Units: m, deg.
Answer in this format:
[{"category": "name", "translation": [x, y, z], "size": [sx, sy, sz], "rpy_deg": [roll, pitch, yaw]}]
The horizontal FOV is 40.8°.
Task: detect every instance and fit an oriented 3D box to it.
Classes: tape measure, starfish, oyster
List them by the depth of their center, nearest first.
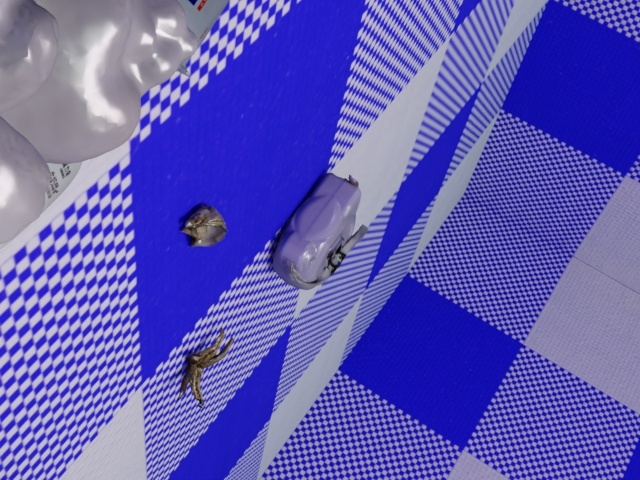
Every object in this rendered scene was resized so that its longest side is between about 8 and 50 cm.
[{"category": "oyster", "translation": [-0.154, -0.017, 1.081], "size": [0.080, 0.038, 0.083], "rpy_deg": [-9, 163, -42]}, {"category": "starfish", "translation": [-0.197, 0.213, 1.375], "size": [0.133, 0.041, 0.130], "rpy_deg": [-33, 143, -50]}, {"category": "tape measure", "translation": [0.001, -0.001, 1.506], "size": [0.196, 0.105, 0.178], "rpy_deg": [-56, 168, -17]}]

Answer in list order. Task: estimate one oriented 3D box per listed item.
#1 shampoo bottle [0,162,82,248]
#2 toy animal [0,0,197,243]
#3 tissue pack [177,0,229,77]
[{"category": "shampoo bottle", "translation": [-0.215, -0.065, 0.669], "size": [0.152, 0.045, 0.077], "rpy_deg": [-53, 166, -28]}, {"category": "toy animal", "translation": [-0.172, -0.127, 0.415], "size": [0.265, 0.205, 0.272], "rpy_deg": [-59, 159, -82]}, {"category": "tissue pack", "translation": [-0.097, -0.243, 0.749], "size": [0.193, 0.026, 0.122], "rpy_deg": [-59, 167, 1]}]
